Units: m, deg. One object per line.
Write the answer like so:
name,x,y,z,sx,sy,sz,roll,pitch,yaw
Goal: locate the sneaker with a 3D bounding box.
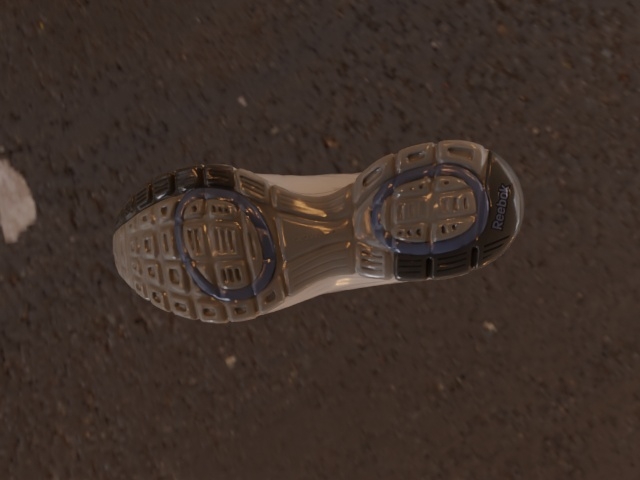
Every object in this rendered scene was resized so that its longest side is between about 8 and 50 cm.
sneaker,0.000,0.000,1.001,0.297,0.129,0.111,-3,86,16
